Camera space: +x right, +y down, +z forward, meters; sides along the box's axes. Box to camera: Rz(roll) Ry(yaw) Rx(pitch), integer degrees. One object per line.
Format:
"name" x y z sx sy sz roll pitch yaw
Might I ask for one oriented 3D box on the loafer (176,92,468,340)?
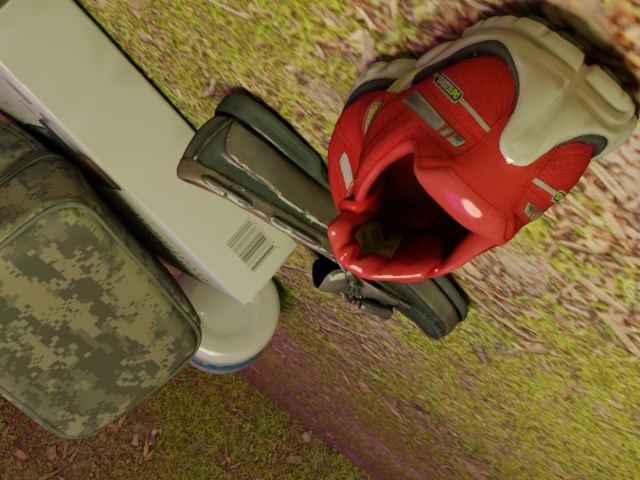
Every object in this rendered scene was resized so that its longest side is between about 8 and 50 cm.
"loafer" 0.000 0.000 0.788 0.267 0.084 0.096 42 166 -9

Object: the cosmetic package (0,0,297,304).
"cosmetic package" -0.229 -0.108 1.040 0.377 0.097 0.284 48 167 -29

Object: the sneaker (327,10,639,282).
"sneaker" 0.043 -0.031 0.509 0.107 0.118 0.279 42 166 -5

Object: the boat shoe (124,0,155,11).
"boat shoe" -0.185 -0.202 0.658 0.170 0.059 0.063 35 171 -32

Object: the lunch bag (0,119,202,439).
"lunch bag" -0.298 0.029 1.053 0.256 0.212 0.305 52 177 43

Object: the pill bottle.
"pill bottle" -0.138 0.110 1.363 0.146 0.146 0.264 40 166 1
